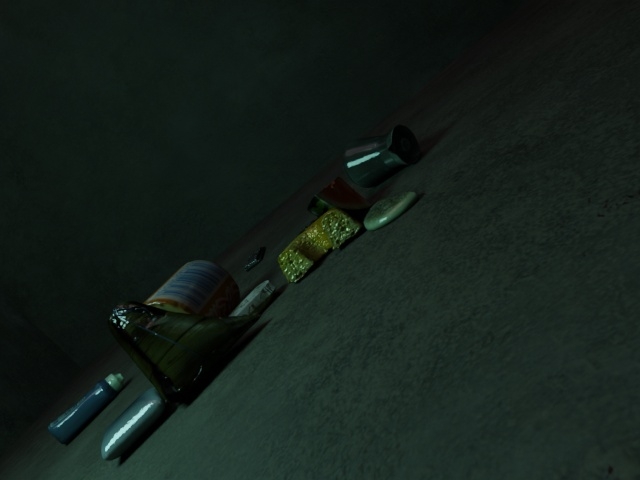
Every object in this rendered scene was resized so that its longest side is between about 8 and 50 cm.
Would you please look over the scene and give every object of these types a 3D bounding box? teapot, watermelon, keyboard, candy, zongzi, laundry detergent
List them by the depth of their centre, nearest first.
[{"bbox_3d":[-0.450,0.440,1.162,0.174,0.071,0.138,-45,13,-16],"label":"candy"},{"bbox_3d":[-0.334,0.205,1.191,0.300,0.286,0.138,-42,-13,-10],"label":"zongzi"},{"bbox_3d":[0.035,-0.102,1.402,0.193,0.137,0.145,1,30,31],"label":"watermelon"},{"bbox_3d":[0.208,-0.278,1.573,0.203,0.170,0.225,-10,-4,-42],"label":"teapot"},{"bbox_3d":[-0.850,0.609,1.776,0.290,0.094,0.143,-42,5,-24],"label":"laundry detergent"},{"bbox_3d":[-0.290,0.079,2.104,0.094,0.025,0.230,-36,12,6],"label":"keyboard"}]

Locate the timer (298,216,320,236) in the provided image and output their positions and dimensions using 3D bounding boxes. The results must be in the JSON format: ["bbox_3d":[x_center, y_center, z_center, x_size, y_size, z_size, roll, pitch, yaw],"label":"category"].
[{"bbox_3d":[0.022,-0.058,1.568,0.187,0.055,0.144,-41,13,-25],"label":"timer"}]

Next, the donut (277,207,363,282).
[{"bbox_3d":[-0.003,0.002,1.341,0.259,0.101,0.152,-42,5,13],"label":"donut"}]

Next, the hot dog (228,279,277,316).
[{"bbox_3d":[-0.196,0.189,1.340,0.192,0.053,0.099,-48,12,-20],"label":"hot dog"}]

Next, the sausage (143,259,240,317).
[{"bbox_3d":[-0.384,0.211,1.401,0.233,0.233,0.287,-37,11,19],"label":"sausage"}]

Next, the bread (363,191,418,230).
[{"bbox_3d":[0.158,-0.071,1.223,0.112,0.036,0.193,-46,12,-19],"label":"bread"}]
